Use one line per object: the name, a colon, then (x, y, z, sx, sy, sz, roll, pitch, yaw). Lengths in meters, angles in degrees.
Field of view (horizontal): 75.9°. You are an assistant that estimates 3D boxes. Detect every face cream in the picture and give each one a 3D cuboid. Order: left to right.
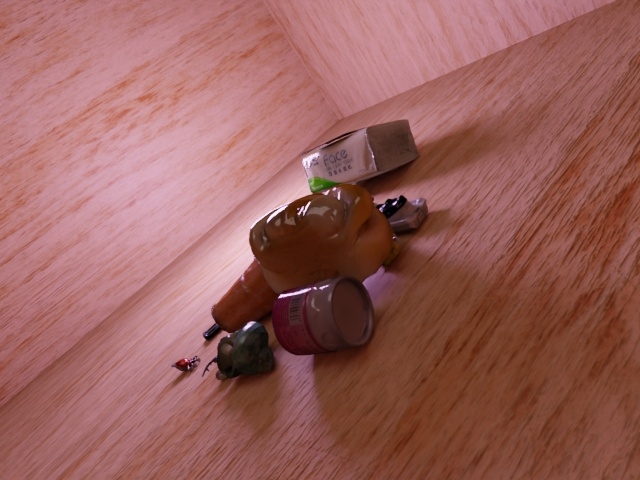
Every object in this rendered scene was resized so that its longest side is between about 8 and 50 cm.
face cream: (0.007, 0.185, 1.000, 0.195, 0.175, 0.175, -19, 27, 40)

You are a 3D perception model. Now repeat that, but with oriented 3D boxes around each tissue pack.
tissue pack: (0.172, -0.369, 1.823, 0.332, 0.205, 0.405, -25, 10, -42)

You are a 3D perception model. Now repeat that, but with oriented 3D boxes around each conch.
conch: (-0.208, 0.314, 1.154, 0.188, 0.122, 0.175, 2, 63, 63)

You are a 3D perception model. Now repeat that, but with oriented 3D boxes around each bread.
bread: (-0.012, 0.007, 1.184, 0.424, 0.245, 0.328, -12, 54, 31)

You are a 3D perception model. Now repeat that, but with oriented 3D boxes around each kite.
kite: (0.058, -0.435, 1.793, 0.336, 0.011, 0.314, -25, 10, -15)

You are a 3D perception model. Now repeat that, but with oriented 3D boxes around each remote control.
remote control: (-0.362, 0.297, 1.570, 0.212, 0.028, 0.059, -44, 20, -19)

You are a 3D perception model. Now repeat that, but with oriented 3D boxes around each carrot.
carrot: (-0.224, 0.199, 1.405, 0.254, 0.196, 0.196, -47, 19, 5)

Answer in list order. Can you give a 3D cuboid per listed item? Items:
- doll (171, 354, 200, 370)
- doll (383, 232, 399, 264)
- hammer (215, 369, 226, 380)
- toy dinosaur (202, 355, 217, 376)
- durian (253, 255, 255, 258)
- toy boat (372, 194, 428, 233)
doll: (-0.473, 0.433, 1.439, 0.114, 0.039, 0.057, -14, 60, 21)
doll: (0.190, 0.016, 1.238, 0.106, 0.062, 0.162, -50, 20, 14)
hammer: (-0.287, 0.390, 1.251, 0.053, 0.031, 0.083, -30, 10, 8)
toy dinosaur: (-0.293, 0.350, 1.291, 0.082, 0.039, 0.209, -9, 23, 47)
durian: (-0.234, 0.044, 1.825, 0.146, 0.102, 0.208, -38, 23, -22)
toy boat: (0.209, -0.088, 1.348, 0.270, 0.140, 0.140, 4, 42, 40)
